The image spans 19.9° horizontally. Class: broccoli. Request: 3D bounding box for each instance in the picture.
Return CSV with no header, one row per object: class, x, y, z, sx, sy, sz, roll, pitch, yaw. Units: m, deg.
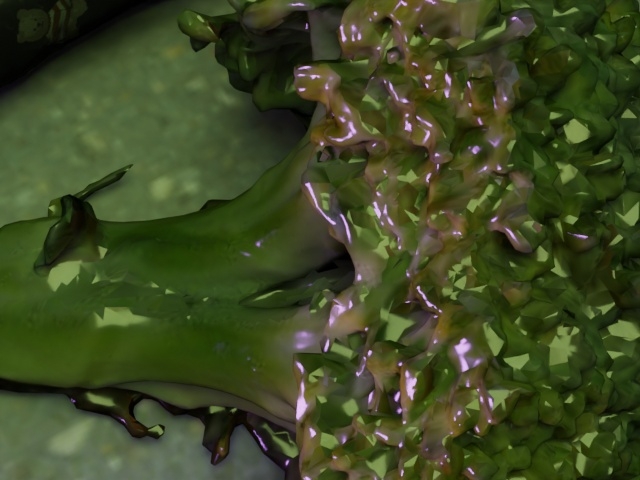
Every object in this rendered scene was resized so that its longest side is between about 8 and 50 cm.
broccoli,0.012,-0.004,0.592,0.272,0.180,0.243,3,70,-4

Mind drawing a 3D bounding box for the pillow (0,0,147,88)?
pillow,-0.119,-0.105,0.688,0.150,0.048,0.090,-33,68,-12
